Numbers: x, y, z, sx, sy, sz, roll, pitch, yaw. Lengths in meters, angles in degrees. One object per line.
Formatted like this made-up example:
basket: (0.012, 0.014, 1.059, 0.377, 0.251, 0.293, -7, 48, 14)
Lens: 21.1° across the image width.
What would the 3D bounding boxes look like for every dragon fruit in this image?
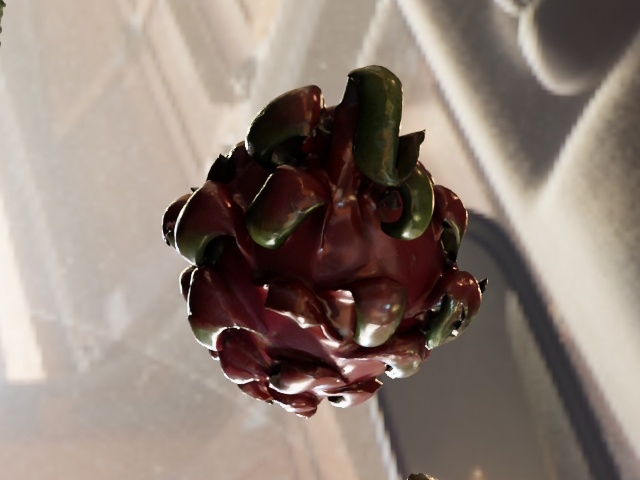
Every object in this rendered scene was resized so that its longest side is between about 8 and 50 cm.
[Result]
dragon fruit: (-0.004, 0.009, 1.135, 0.198, 0.218, 0.273, -59, 158, -11)

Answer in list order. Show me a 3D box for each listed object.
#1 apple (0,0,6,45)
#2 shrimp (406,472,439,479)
apple: (-0.323, -0.295, 1.335, 0.254, 0.179, 0.346, -70, 170, -54)
shrimp: (0.100, 0.178, 0.973, 0.042, 0.190, 0.101, -35, -118, 18)
